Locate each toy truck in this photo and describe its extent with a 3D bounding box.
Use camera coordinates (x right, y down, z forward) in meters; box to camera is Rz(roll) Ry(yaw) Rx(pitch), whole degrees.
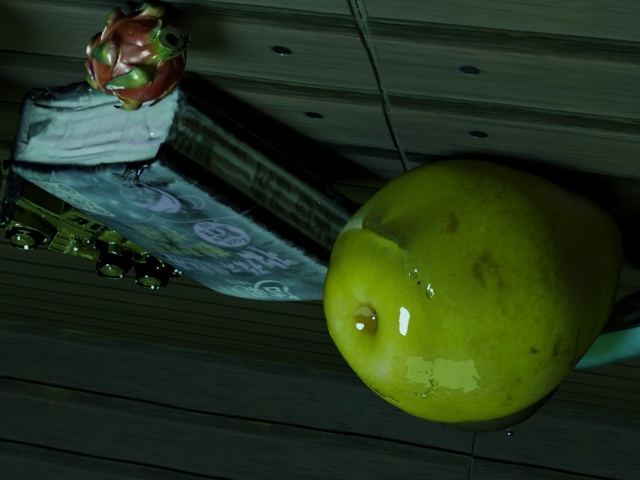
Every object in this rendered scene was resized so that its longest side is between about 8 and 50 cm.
[{"bbox_3d":[-0.283,-0.035,1.634,0.257,0.127,0.127,17,151,-24],"label":"toy truck"}]

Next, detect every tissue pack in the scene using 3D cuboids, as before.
[{"bbox_3d":[-0.133,-0.043,1.377,0.259,0.122,0.361,1,158,42],"label":"tissue pack"}]

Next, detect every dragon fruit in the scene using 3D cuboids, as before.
[{"bbox_3d":[-0.150,-0.158,1.057,0.081,0.086,0.116,32,144,-26],"label":"dragon fruit"}]

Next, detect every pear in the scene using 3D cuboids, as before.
[{"bbox_3d":[0.165,0.048,1.325,0.285,0.285,0.336,2,-172,32],"label":"pear"}]

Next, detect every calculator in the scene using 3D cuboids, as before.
[{"bbox_3d":[0.420,0.076,1.431,0.256,0.054,0.386,-20,175,-28],"label":"calculator"}]

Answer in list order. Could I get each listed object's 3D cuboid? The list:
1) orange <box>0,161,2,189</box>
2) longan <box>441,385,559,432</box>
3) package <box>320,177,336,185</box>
[{"bbox_3d":[-0.472,-0.067,1.298,0.274,0.274,0.274,10,167,2],"label":"orange"},{"bbox_3d":[0.211,0.135,1.685,0.258,0.258,0.258,10,167,2],"label":"longan"},{"bbox_3d":[-0.047,-0.066,1.493,0.120,0.031,0.108,11,167,-6],"label":"package"}]
